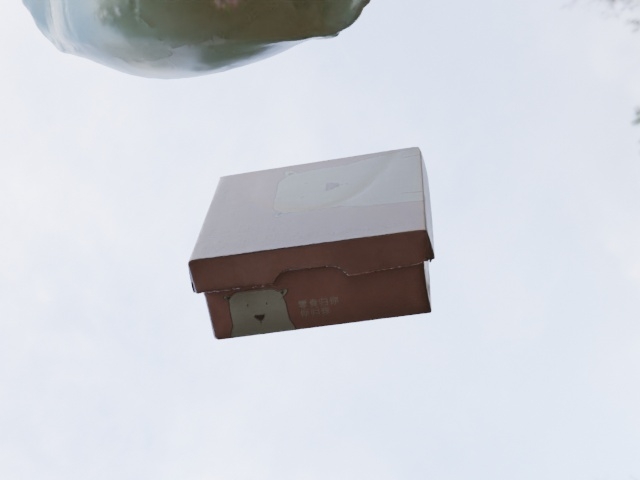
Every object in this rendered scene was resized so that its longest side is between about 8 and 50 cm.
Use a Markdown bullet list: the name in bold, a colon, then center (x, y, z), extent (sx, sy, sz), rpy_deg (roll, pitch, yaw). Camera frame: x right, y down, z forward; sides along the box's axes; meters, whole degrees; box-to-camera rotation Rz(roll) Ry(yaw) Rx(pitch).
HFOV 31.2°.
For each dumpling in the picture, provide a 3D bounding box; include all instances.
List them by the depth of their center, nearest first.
- **dumpling**: center (-0.122, -0.255, 1.045), extent (0.320, 0.212, 0.270), rpy_deg (-4, -119, -7)

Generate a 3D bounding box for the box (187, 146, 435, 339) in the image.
- **box**: center (0.000, 0.000, 1.083), extent (0.215, 0.215, 0.086), rpy_deg (-83, -17, -65)
